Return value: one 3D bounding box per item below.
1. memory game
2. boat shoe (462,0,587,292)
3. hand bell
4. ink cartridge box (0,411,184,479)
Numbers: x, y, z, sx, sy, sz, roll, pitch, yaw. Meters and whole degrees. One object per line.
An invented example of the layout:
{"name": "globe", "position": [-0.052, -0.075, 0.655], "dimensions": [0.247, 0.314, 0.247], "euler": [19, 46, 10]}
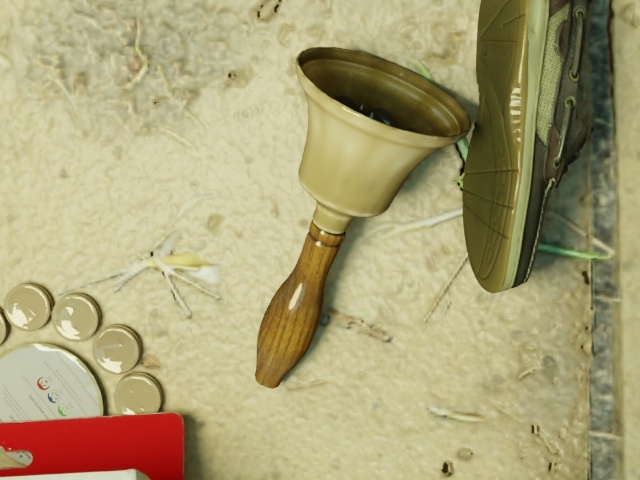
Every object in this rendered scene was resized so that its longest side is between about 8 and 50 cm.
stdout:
{"name": "memory game", "position": [-0.207, 0.124, 1.256], "dimensions": [0.186, 0.012, 0.186], "euler": [2, 100, 9]}
{"name": "boat shoe", "position": [0.145, -0.074, 1.129], "dimensions": [0.073, 0.080, 0.224], "euler": [-1, 101, -22]}
{"name": "hand bell", "position": [0.000, 0.000, 1.167], "dimensions": [0.126, 0.126, 0.242], "euler": [26, 115, 5]}
{"name": "ink cartridge box", "position": [-0.256, 0.242, 1.157], "dimensions": [0.309, 0.130, 0.272], "euler": [-5, 69, 11]}
